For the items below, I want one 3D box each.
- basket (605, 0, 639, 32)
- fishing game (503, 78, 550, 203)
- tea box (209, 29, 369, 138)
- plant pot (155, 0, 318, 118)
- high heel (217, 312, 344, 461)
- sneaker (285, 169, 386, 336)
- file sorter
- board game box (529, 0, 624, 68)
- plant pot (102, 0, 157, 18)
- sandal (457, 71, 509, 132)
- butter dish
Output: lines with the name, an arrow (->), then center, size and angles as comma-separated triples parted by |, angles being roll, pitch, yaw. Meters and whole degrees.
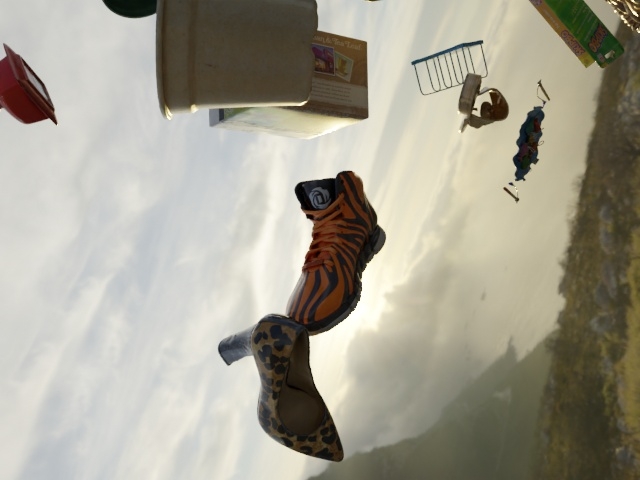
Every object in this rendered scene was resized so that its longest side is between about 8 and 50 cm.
basket -> 0.382, -0.404, 0.598 | 0.299, 0.213, 0.223 | -40, -26, 16
fishing game -> 0.493, -0.221, 1.400 | 0.189, 0.041, 0.264 | 18, -90, -60
tea box -> -0.092, -0.422, 1.637 | 0.324, 0.329, 0.219 | -6, 85, 57
plant pot -> -0.168, -0.409, 1.273 | 0.334, 0.306, 0.333 | -176, 90, -83
high heel -> -0.017, 0.215, 0.831 | 0.186, 0.261, 0.093 | -29, 15, 50
sneaker -> 0.000, 0.000, 0.966 | 0.180, 0.125, 0.321 | 66, -150, -26
file sorter -> 0.368, -0.485, 1.697 | 0.118, 0.170, 0.104 | -26, -77, -44
board game box -> 0.563, -0.494, 1.341 | 0.124, 0.259, 0.039 | -35, -7, -32
plant pot -> -0.562, -0.841, 1.776 | 0.293, 0.196, 0.293 | -33, -19, -13
sandal -> 0.293, -0.232, 1.066 | 0.240, 0.079, 0.088 | 2, -74, -75
butter dish -> -0.691, -0.330, 1.357 | 0.118, 0.160, 0.160 | -31, -30, -4
